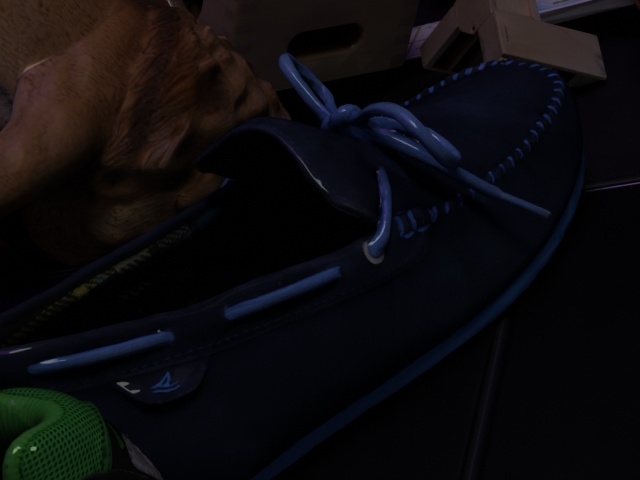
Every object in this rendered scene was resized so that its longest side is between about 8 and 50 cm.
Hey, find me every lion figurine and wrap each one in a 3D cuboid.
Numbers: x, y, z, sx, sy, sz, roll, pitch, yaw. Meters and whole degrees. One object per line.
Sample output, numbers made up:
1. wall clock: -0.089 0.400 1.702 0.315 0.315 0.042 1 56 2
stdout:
1. lion figurine: -0.171 -0.116 0.677 0.142 0.392 0.240 -20 21 42

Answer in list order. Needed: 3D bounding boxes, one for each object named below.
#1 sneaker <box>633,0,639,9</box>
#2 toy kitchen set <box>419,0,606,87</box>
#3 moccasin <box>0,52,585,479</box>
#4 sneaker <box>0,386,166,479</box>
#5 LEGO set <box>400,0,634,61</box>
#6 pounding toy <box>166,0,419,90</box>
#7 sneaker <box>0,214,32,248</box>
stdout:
1. sneaker: 0.321 -0.172 0.741 0.350 0.131 0.148 -19 28 21
2. toy kitchen set: 0.108 -0.091 0.837 0.068 0.075 0.083 9 56 -25
3. moccasin: 0.000 0.000 0.633 0.137 0.117 0.342 8 38 42
4. sneaker: -0.199 0.147 0.464 0.343 0.146 0.134 -26 28 -10
5. LEGO set: 0.089 -0.179 0.962 0.244 0.060 0.182 -11 29 25
6. pounding toy: -0.072 -0.173 0.898 0.181 0.094 0.206 -15 46 -30
7. sneaker: -0.146 -0.095 0.932 0.180 0.124 0.321 -2 42 23
